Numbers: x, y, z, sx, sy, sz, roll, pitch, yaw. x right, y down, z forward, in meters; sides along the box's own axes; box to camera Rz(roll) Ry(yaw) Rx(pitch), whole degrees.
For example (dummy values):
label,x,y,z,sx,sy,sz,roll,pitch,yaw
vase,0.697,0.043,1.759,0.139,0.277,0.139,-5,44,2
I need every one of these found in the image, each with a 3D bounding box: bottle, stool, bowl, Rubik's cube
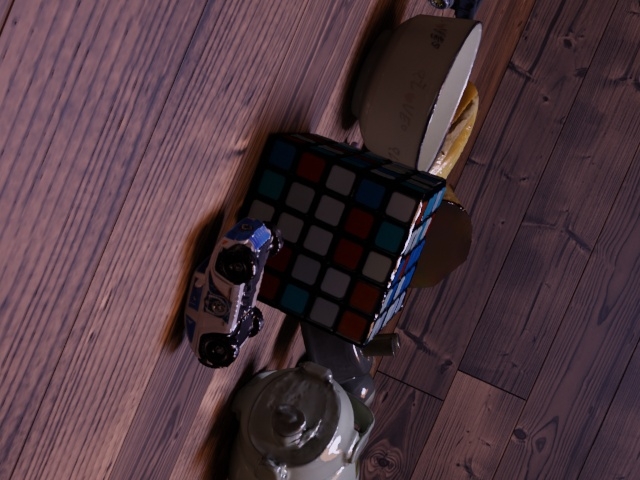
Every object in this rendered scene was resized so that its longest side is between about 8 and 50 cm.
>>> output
label,x,y,z,sx,sy,sz,roll,pitch,yaw
bottle,-0.037,0.305,1.526,0.352,0.229,0.229,93,23,-54
stool,0.054,0.156,1.635,0.153,0.139,0.228,-91,163,-45
bowl,0.124,-0.209,1.397,0.238,0.126,0.238,-62,169,-22
Rubik's cube,0.019,-0.010,1.155,0.182,0.187,0.184,-27,137,-73

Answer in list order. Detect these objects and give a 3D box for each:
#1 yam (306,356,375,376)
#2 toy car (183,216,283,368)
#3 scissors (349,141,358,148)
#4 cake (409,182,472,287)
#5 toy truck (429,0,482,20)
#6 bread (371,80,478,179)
label,x,y,z,sx,sy,sz,roll,pitch,yaw
yam,0.025,0.262,1.952,0.238,0.129,0.128,-36,113,-71
toy car,-0.095,0.057,1.041,0.080,0.070,0.171,-49,158,-58
scissors,0.006,-0.056,1.432,0.212,0.021,0.110,-56,168,-46
cake,0.157,-0.036,1.856,0.178,0.185,0.208,-127,-155,-55
toy truck,0.229,-0.419,1.559,0.083,0.092,0.192,-61,168,-23
bread,0.167,-0.177,1.646,0.236,0.140,0.106,-61,172,-28
